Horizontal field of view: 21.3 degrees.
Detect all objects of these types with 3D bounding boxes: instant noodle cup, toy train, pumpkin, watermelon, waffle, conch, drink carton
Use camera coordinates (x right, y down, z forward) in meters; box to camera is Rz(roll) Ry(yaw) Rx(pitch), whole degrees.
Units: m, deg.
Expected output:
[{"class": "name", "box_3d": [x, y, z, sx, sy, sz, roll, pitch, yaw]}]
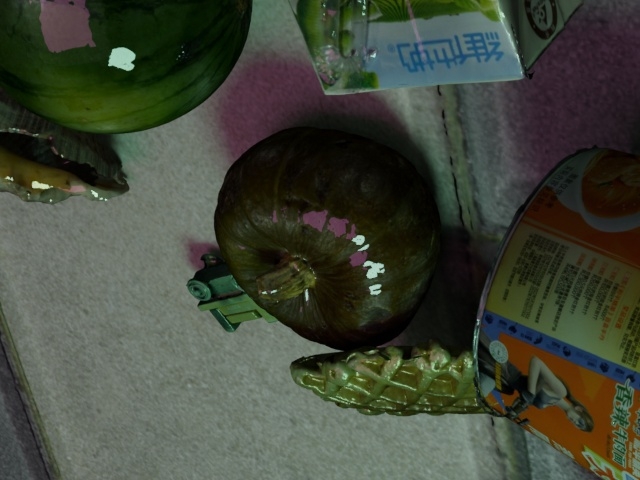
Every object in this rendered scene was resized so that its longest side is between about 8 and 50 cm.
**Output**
[{"class": "instant noodle cup", "box_3d": [0.263, 0.070, 1.292, 0.214, 0.296, 0.296, 23, 135, 31]}, {"class": "toy train", "box_3d": [-0.078, 0.047, 1.694, 0.122, 0.050, 0.081, -15, 124, 45]}, {"class": "pumpkin", "box_3d": [0.000, 0.000, 1.512, 0.219, 0.162, 0.219, 25, 139, 24]}, {"class": "watermelon", "box_3d": [-0.178, -0.206, 1.422, 0.242, 0.242, 0.242, 21, 133, 23]}, {"class": "waffle", "box_3d": [0.097, 0.128, 1.536, 0.214, 0.208, 0.054, -7, 75, 30]}, {"class": "conch", "box_3d": [-0.297, -0.097, 1.667, 0.245, 0.178, 0.163, 22, 97, -15]}, {"class": "drink carton", "box_3d": [0.049, -0.280, 1.265, 0.194, 0.132, 0.324, 0, 124, 37]}]
